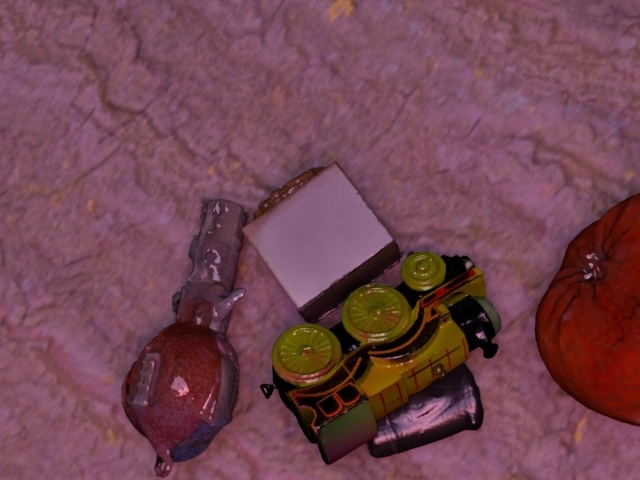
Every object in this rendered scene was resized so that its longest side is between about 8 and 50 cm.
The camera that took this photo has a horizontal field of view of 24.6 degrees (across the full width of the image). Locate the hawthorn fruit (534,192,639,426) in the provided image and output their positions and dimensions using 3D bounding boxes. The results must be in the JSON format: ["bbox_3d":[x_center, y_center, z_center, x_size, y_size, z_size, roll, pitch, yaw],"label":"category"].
[{"bbox_3d":[0.410,0.097,1.642,0.307,0.276,0.276,29,82,-4],"label":"hawthorn fruit"}]

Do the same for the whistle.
[{"bbox_3d":[-0.151,0.116,1.757,0.134,0.142,0.346,17,70,-16],"label":"whistle"}]

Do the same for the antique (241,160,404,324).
[{"bbox_3d":[0.000,0.000,1.750,0.147,0.152,0.148,-37,79,-1],"label":"antique"}]

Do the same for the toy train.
[{"bbox_3d":[0.079,0.128,1.707,0.296,0.100,0.160,-32,55,-13],"label":"toy train"}]

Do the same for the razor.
[{"bbox_3d":[0.119,0.200,1.742,0.148,0.054,0.090,-16,74,4],"label":"razor"}]
